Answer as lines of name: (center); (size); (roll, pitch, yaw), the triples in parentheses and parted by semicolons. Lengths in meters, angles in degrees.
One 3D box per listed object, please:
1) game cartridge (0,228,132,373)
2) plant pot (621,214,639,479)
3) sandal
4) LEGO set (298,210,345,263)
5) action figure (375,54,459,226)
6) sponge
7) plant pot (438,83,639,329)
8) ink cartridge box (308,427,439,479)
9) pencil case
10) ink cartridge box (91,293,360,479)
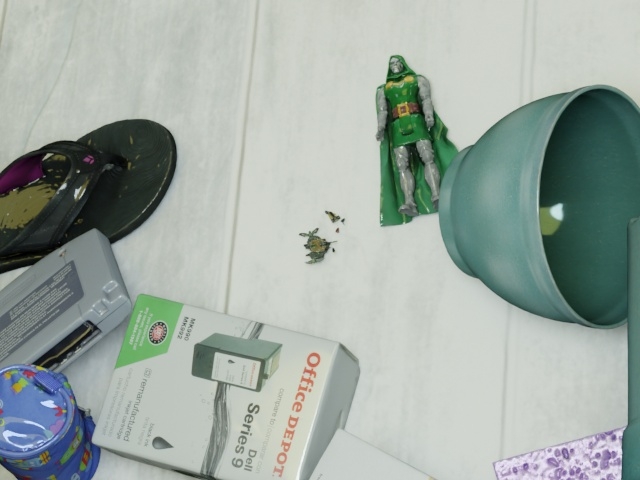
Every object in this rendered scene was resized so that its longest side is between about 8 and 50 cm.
game cartridge: (-0.389, 0.118, 2.093); (0.294, 0.060, 0.196); (-38, 39, 6)
plant pot: (0.488, 0.125, 1.753); (0.341, 0.341, 0.334); (-6, 73, 13)
sandal: (-0.408, -0.045, 2.168); (0.445, 0.107, 0.168); (-23, 69, 7)
LEGO set: (0.003, 0.000, 2.097); (0.083, 0.023, 0.054); (-40, 70, -14)
action figure: (0.120, -0.146, 2.089); (0.137, 0.063, 0.232); (-16, 67, 13)
sponge: (0.327, 0.303, 1.911); (0.210, 0.031, 0.117); (-17, 70, 9)
plant pot: (0.271, -0.039, 1.918); (0.196, 0.293, 0.293); (-1, 71, 42)
ink cartridge box: (0.115, 0.385, 1.833); (0.270, 0.198, 0.197); (25, 80, 28)
pencil case: (-0.352, 0.242, 1.971); (0.119, 0.306, 0.133); (34, 75, 10)
ink cartridge box: (-0.119, 0.207, 2.008); (0.289, 0.121, 0.211); (12, 76, 18)
